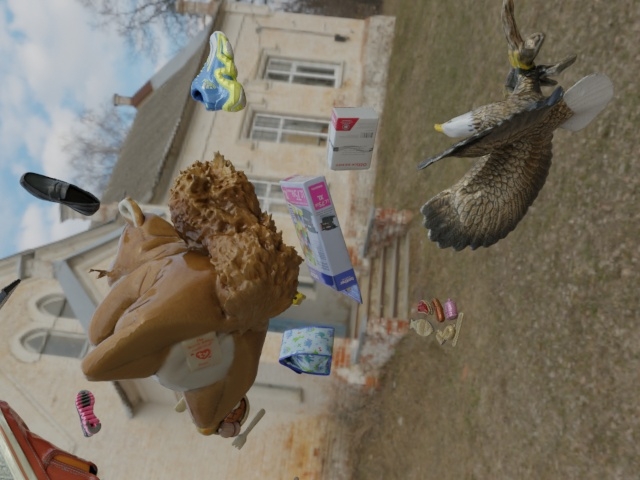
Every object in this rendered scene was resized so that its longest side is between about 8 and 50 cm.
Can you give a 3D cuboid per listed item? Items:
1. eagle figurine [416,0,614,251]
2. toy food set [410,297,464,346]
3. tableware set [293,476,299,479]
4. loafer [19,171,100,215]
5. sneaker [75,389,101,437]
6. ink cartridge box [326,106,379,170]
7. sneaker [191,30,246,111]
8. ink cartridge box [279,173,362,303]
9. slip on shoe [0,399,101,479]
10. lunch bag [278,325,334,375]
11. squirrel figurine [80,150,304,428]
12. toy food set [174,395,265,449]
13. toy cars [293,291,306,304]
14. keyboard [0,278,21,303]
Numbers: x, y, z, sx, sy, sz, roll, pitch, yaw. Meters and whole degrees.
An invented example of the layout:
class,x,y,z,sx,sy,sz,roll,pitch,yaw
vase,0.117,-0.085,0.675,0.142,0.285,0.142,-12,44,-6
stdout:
class,x,y,z,sx,sy,sz,roll,pitch,yaw
eagle figurine,0.257,-0.146,0.823,0.225,0.226,0.298,-29,32,57
toy food set,0.198,0.131,0.958,0.122,0.019,0.078,23,102,62
tableware set,-0.023,0.600,1.258,0.039,0.128,0.194,-37,-30,-64
loafer,-0.747,-0.143,1.665,0.078,0.223,0.076,-32,42,46
sneaker,-0.571,0.423,1.400,0.057,0.047,0.119,-51,54,37
ink cartridge box,0.079,-0.258,1.467,0.063,0.109,0.150,-109,20,-48
sneaker,-0.268,-0.415,1.420,0.091,0.126,0.240,93,159,-62
ink cartridge box,0.000,0.000,1.350,0.186,0.065,0.311,18,130,69
slip on shoe,-0.355,0.330,0.769,0.101,0.331,0.123,-23,-38,-51
lunch bag,-0.039,0.313,1.654,0.129,0.151,0.096,-82,-1,-59
squirrel figurine,-0.227,0.049,1.011,0.397,0.281,0.370,-47,41,11
toy food set,-0.226,0.399,1.331,0.132,0.192,0.038,-53,18,-3
toy cars,-0.210,0.086,1.375,0.176,0.393,0.087,16,78,57
keyboard,-0.884,0.184,1.558,0.180,0.023,0.108,-46,15,22
